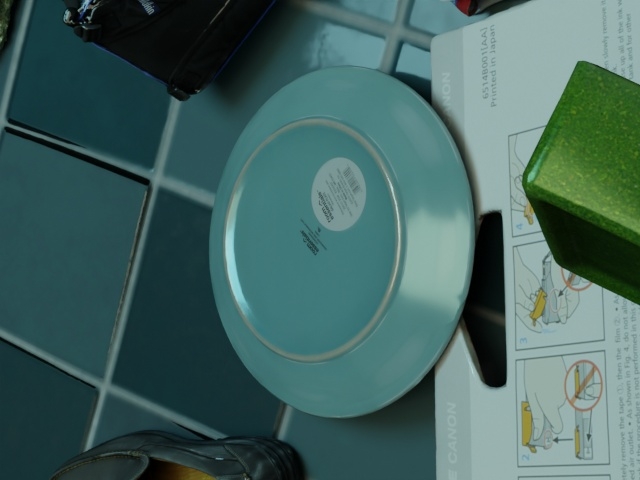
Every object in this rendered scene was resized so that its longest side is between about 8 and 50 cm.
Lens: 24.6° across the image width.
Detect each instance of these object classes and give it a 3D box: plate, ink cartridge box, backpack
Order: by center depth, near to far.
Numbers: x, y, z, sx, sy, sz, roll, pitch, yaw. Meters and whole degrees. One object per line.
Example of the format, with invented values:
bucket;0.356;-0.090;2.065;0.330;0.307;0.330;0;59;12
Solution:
ink cartridge box;0.157;0.019;0.662;0.261;0.066;0.296;-14;73;54
plate;0.000;0.000;0.777;0.188;0.024;0.188;-4;85;43
backpack;-0.077;-0.152;0.794;0.114;0.105;0.084;-45;50;13

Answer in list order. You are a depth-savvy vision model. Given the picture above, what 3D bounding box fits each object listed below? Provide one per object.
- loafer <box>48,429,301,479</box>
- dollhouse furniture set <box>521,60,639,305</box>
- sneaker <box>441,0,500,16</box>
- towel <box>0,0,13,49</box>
loafer;-0.097;0.141;0.839;0.170;0.061;0.062;-13;87;30
dollhouse furniture set;0.244;-0.025;0.460;0.301;0.151;0.197;27;86;13
sneaker;0.052;-0.151;0.755;0.118;0.042;0.067;10;94;27
towel;-0.232;-0.191;0.905;0.110;0.027;0.148;22;109;14
